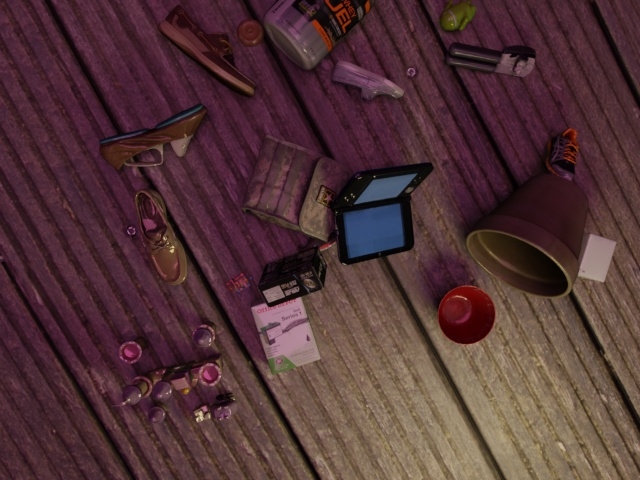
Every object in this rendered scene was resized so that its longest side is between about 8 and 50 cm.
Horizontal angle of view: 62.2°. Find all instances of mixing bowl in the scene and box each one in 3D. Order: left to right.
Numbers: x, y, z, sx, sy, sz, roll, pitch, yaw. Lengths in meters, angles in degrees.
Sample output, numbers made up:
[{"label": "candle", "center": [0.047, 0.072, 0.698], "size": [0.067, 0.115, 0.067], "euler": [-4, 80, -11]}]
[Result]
[{"label": "mixing bowl", "center": [0.440, 0.225, 1.652], "size": [0.181, 0.098, 0.182], "euler": [0, 92, -3]}]

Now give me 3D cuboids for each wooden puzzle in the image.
[{"label": "wooden puzzle", "center": [-0.250, 0.134, 1.651], "size": [0.083, 0.006, 0.049], "euler": [-34, 94, -2]}]

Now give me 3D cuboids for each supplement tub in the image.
[{"label": "supplement tub", "center": [0.013, -0.682, 1.537], "size": [0.207, 0.207, 0.338], "euler": [43, 89, -4]}]

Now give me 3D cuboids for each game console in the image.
[{"label": "game console", "center": [0.193, -0.079, 1.541], "size": [0.292, 0.250, 0.174], "euler": [-12, 68, -31]}]

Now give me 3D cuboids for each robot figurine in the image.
[{"label": "robot figurine", "center": [0.419, -0.689, 1.631], "size": [0.115, 0.067, 0.101], "euler": [-29, 66, -2]}]

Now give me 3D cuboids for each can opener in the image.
[{"label": "can opener", "center": [0.529, -0.567, 1.652], "size": [0.280, 0.074, 0.093], "euler": [6, 57, -5]}]

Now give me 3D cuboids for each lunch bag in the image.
[{"label": "lunch bag", "center": [-0.065, -0.146, 1.568], "size": [0.286, 0.169, 0.236], "euler": [19, 84, -5]}]

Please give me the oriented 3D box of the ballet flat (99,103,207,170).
[{"label": "ballet flat", "center": [-0.480, -0.293, 1.578], "size": [0.342, 0.116, 0.124], "euler": [-21, 114, -2]}]

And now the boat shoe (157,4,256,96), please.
[{"label": "boat shoe", "center": [-0.314, -0.564, 1.567], "size": [0.342, 0.123, 0.123], "euler": [38, 91, 2]}]

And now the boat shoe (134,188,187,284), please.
[{"label": "boat shoe", "center": [-0.485, -0.008, 1.584], "size": [0.109, 0.098, 0.303], "euler": [-17, 93, -3]}]

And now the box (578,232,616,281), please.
[{"label": "box", "center": [0.798, 0.045, 1.630], "size": [0.090, 0.170, 0.130], "euler": [16, 93, -8]}]

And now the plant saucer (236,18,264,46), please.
[{"label": "plant saucer", "center": [-0.214, -0.636, 1.619], "size": [0.083, 0.015, 0.084], "euler": [0, 93, -4]}]

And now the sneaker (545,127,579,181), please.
[{"label": "sneaker", "center": [0.739, -0.262, 1.603], "size": [0.084, 0.083, 0.215], "euler": [25, 47, -11]}]

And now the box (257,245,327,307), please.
[{"label": "box", "center": [-0.080, 0.105, 1.563], "size": [0.180, 0.147, 0.078], "euler": [-21, 111, 13]}]

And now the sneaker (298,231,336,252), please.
[{"label": "sneaker", "center": [0.000, 0.000, 1.637], "size": [0.157, 0.061, 0.065], "euler": [-30, 87, -3]}]

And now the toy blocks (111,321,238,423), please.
[{"label": "toy blocks", "center": [-0.413, 0.417, 1.525], "size": [0.288, 0.260, 0.309], "euler": [-13, 93, -4]}]

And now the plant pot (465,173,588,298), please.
[{"label": "plant pot", "center": [0.640, -0.035, 1.575], "size": [0.323, 0.323, 0.280], "euler": [36, 74, -4]}]

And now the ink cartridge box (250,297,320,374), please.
[{"label": "ink cartridge box", "center": [-0.108, 0.273, 1.622], "size": [0.160, 0.092, 0.220], "euler": [-18, 94, -3]}]

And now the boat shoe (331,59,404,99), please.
[{"label": "boat shoe", "center": [0.141, -0.472, 1.624], "size": [0.227, 0.079, 0.081], "euler": [24, 100, 1]}]
